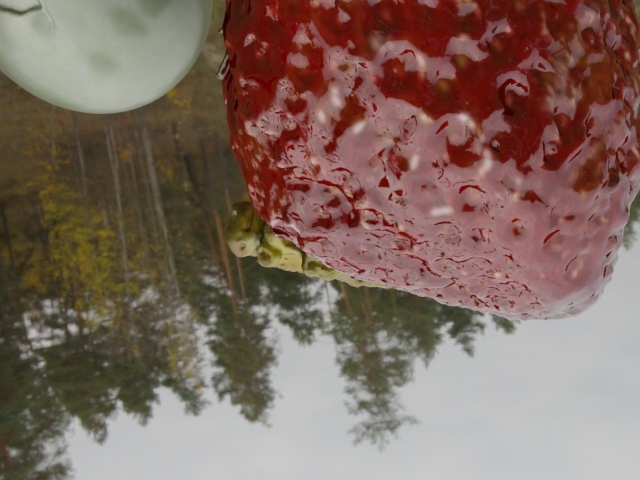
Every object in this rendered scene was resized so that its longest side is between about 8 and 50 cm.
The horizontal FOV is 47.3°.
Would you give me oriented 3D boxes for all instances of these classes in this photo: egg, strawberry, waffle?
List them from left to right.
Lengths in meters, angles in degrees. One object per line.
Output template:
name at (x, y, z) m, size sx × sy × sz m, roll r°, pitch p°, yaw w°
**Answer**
egg at (-0.260, -0.292, 0.820) m, size 0.279 × 0.278 × 0.336 m, roll -10°, pitch 173°, yaw -10°
waffle at (0.000, 0.000, 0.718) m, size 0.211 × 0.055 × 0.160 m, roll 6°, pitch -170°, yaw -35°
strawberry at (0.072, -0.074, 0.431) m, size 0.257 × 0.276 × 0.257 m, roll -28°, pitch -177°, yaw 1°
